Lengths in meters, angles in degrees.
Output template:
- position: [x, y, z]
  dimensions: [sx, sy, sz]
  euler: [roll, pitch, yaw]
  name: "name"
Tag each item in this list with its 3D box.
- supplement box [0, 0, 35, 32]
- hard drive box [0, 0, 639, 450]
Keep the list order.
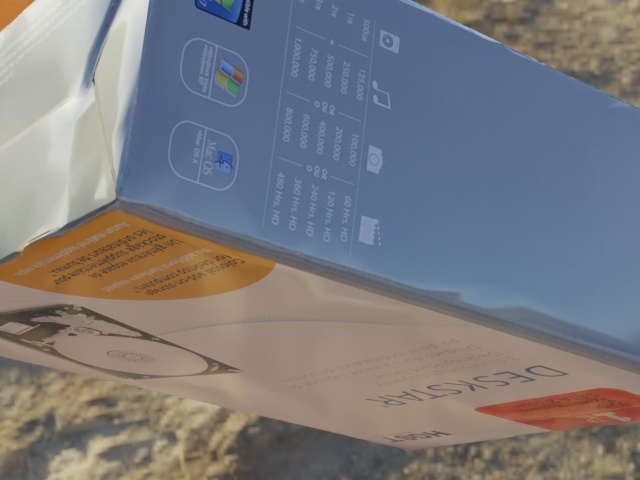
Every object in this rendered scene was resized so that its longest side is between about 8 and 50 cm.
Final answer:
- position: [-0.239, -0.060, 0.648]
  dimensions: [0.078, 0.233, 0.080]
  euler: [14, 35, -52]
  name: "supplement box"
- position: [0.000, 0.000, 0.437]
  dimensions: [0.232, 0.089, 0.181]
  euler: [17, -22, -31]
  name: "hard drive box"
